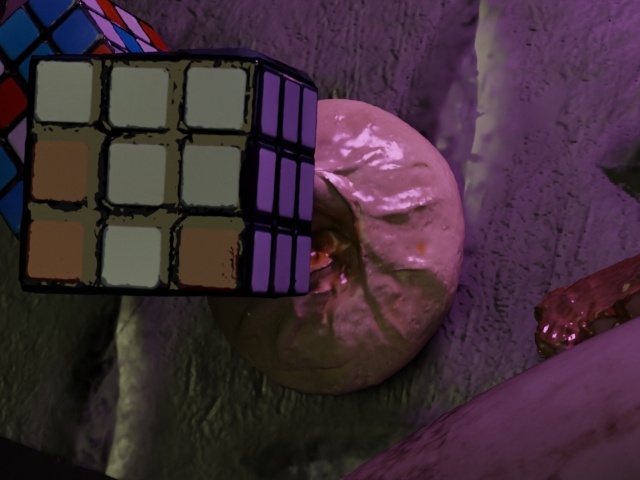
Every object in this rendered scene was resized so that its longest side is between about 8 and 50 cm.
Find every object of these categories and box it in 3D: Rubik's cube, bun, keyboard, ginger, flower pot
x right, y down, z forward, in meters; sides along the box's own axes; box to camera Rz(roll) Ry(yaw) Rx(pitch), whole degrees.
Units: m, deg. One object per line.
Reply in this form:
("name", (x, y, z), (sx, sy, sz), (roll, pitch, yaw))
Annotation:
("Rubik's cube", (-0.098, -0.042, 1.287), (0.162, 0.160, 0.163), (3, 89, 15))
("bun", (0.000, 0.000, 1.402), (0.222, 0.127, 0.222), (-6, 73, 22))
("keyboard", (-0.226, 0.204, 1.518), (0.196, 0.015, 0.074), (15, 80, 26))
("ginger", (0.277, 0.005, 1.295), (0.290, 0.122, 0.084), (-25, 100, 14))
("flower pot", (0.161, 0.213, 1.194), (0.330, 0.293, 0.293), (-24, 69, 22))
("Rubik's cube", (-0.180, -0.087, 1.488), (0.151, 0.155, 0.154), (-42, 64, 10))

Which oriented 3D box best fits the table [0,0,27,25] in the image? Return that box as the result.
("table", (-0.310, -0.201, 1.635), (0.133, 0.043, 0.133), (-6, 75, 23))
